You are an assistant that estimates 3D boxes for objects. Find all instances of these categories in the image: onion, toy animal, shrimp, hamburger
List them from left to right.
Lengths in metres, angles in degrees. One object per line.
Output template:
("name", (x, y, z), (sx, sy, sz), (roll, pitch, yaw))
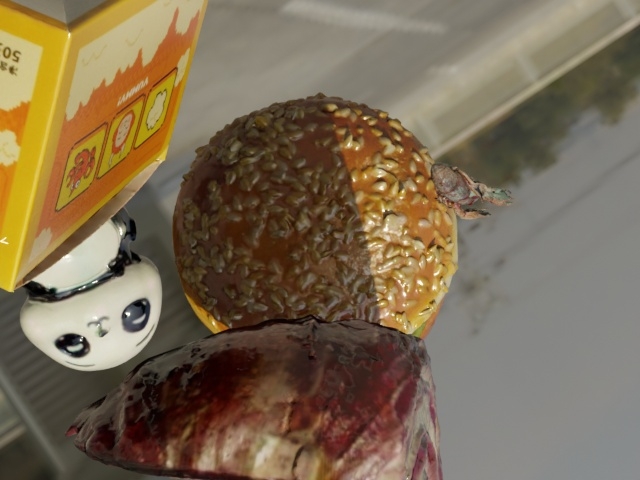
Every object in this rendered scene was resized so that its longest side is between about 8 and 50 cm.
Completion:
("toy animal", (-0.224, 0.038, 1.762), (0.166, 0.179, 0.138), (-18, -171, -3))
("onion", (-0.040, 0.117, 1.293), (0.280, 0.146, 0.314), (11, 179, 9))
("hamburger", (0.000, 0.000, 1.690), (0.291, 0.291, 0.225), (-34, 164, -6))
("shrimp", (0.115, -0.036, 1.418), (0.092, 0.029, 0.038), (20, 127, -36))

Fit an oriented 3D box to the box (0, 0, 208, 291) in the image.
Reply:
("box", (-0.260, -0.141, 1.245), (0.259, 0.284, 0.213), (-50, 160, -59))
